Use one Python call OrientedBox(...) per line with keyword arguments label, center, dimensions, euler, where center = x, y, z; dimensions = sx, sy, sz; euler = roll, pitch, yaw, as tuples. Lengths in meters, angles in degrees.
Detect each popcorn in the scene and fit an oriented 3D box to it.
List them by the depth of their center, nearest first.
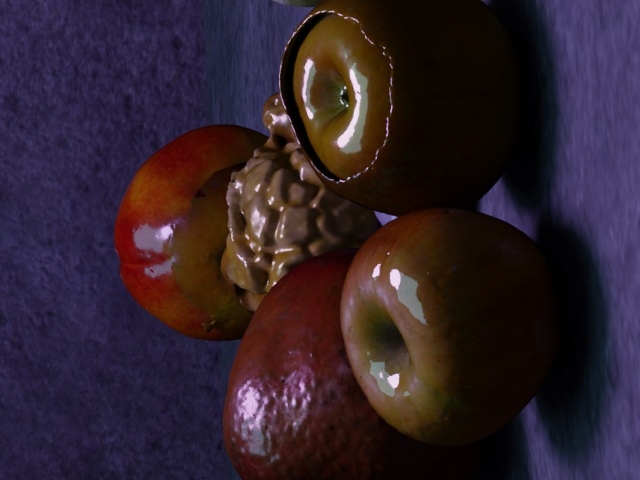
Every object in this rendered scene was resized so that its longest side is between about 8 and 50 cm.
OrientedBox(label="popcorn", center=(-0.004, -0.034, 1.968), dimensions=(0.265, 0.225, 0.332), euler=(60, -155, -61))

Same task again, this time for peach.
OrientedBox(label="peach", center=(-0.168, -0.012, 2.503), dimensions=(0.370, 0.370, 0.370), euler=(175, 90, -79))

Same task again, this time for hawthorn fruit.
OrientedBox(label="hawthorn fruit", center=(0.047, 0.133, 1.692), dimensions=(0.284, 0.285, 0.369), euler=(110, 173, -66))

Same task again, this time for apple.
OrientedBox(label="apple", center=(0.125, 0.072, 1.421), dimensions=(0.210, 0.173, 0.235), euler=(63, 152, 11))
OrientedBox(label="apple", center=(0.072, -0.136, 1.481), dimensions=(0.237, 0.208, 0.236), euler=(-179, 90, -71))

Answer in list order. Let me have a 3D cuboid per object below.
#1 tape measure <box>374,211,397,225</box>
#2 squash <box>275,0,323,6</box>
OrientedBox(label="tape measure", center=(0.104, -0.091, 1.682), dimensions=(0.196, 0.105, 0.178), euler=(-105, 7, -49))
OrientedBox(label="squash", center=(0.002, -0.458, 1.613), dimensions=(0.384, 0.263, 0.263), euler=(104, 159, -57))
